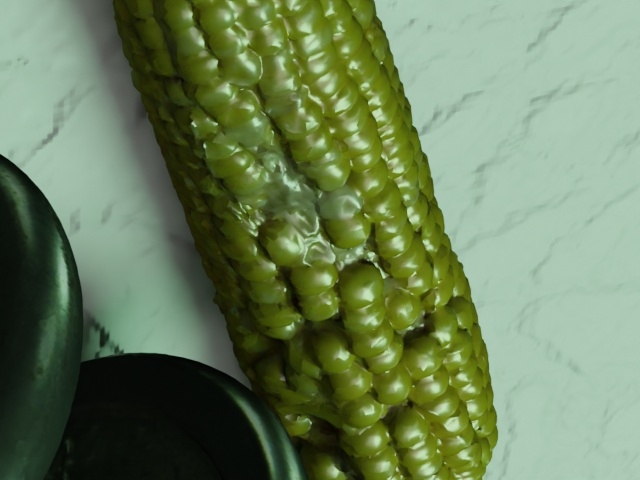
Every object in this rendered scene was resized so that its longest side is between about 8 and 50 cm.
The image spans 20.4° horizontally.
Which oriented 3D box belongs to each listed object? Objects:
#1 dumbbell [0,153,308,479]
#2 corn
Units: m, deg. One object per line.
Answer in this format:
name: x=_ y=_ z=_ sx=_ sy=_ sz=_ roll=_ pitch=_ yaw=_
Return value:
dumbbell: x=-0.118 y=0.085 z=0.548 sx=0.192 sy=0.192 sz=0.290 roll=-39 pitch=136 yaw=3
corn: x=0.000 y=0.000 z=0.619 sx=0.097 sy=0.097 sz=0.320 roll=-27 pitch=133 yaw=-9
